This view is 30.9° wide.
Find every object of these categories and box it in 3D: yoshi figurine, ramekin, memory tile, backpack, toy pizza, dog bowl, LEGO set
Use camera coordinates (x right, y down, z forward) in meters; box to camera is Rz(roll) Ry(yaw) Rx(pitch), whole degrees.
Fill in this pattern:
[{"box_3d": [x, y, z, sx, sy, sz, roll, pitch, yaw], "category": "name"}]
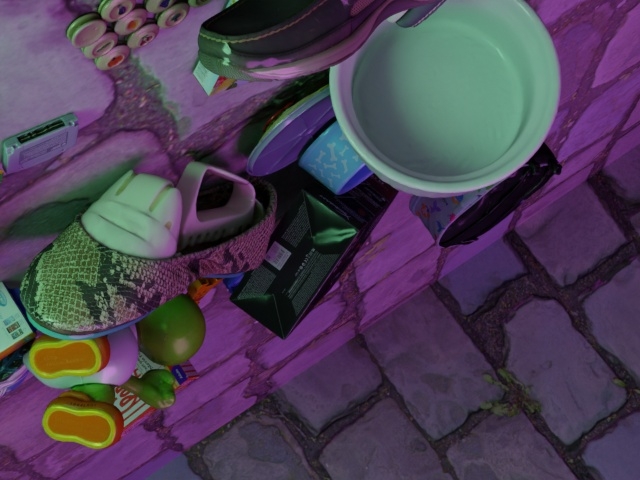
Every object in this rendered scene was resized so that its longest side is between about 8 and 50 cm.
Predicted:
[{"box_3d": [-0.259, 0.143, 1.608, 0.203, 0.203, 0.362, -47, -174, 15], "category": "yoshi figurine"}, {"box_3d": [0.150, -0.184, 1.442, 0.277, 0.277, 0.135, -34, 173, -4], "category": "ramekin"}, {"box_3d": [-0.166, -0.219, 1.106, 0.148, 0.012, 0.113, -35, 166, 0], "category": "memory tile"}, {"box_3d": [0.286, -0.107, 2.152, 0.253, 0.191, 0.225, -51, 158, 27], "category": "backpack"}, {"box_3d": [-0.025, -0.161, 1.575, 0.201, 0.032, 0.201, -37, 170, -7], "category": "toy pizza"}, {"box_3d": [0.105, -0.174, 1.690, 0.297, 0.074, 0.166, -38, 174, -11], "category": "dog bowl"}, {"box_3d": [-0.190, 0.059, 1.812, 0.093, 0.087, 0.227, -44, 162, 31], "category": "LEGO set"}]

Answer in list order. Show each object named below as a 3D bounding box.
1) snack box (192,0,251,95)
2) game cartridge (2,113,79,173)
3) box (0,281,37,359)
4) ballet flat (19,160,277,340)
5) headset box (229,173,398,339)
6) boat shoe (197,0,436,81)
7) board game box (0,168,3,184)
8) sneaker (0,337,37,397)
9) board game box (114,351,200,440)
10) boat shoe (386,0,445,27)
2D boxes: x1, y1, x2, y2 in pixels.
[{"box_3d": [-0.070, -0.224, 1.260, 0.100, 0.037, 0.141, -26, 163, -38], "category": "snack box"}, {"box_3d": [-0.291, -0.099, 1.203, 0.083, 0.017, 0.056, -28, 161, -28], "category": "game cartridge"}, {"box_3d": [-0.423, 0.114, 1.458, 0.136, 0.081, 0.028, -34, 166, -6], "category": "box"}, {"box_3d": [-0.196, -0.017, 1.479, 0.483, 0.164, 0.182, -20, 138, -63], "category": "ballet flat"}, {"box_3d": [0.000, 0.000, 1.816, 0.218, 0.110, 0.293, -55, 175, 21], "category": "headset box"}, {"box_3d": [0.012, -0.272, 1.144, 0.355, 0.132, 0.130, -36, 131, -34], "category": "boat shoe"}, {"box_3d": [-0.415, 0.005, 1.216, 0.124, 0.039, 0.259, -25, 165, -38], "category": "board game box"}, {"box_3d": [-0.479, 0.208, 1.638, 0.211, 0.080, 0.081, -33, 163, -3], "category": "sneaker"}, {"box_3d": [-0.317, 0.225, 1.932, 0.193, 0.147, 0.045, -40, 166, 15], "category": "board game box"}, {"box_3d": [0.207, -0.341, 1.311, 0.319, 0.099, 0.116, -42, -156, 21], "category": "boat shoe"}]
